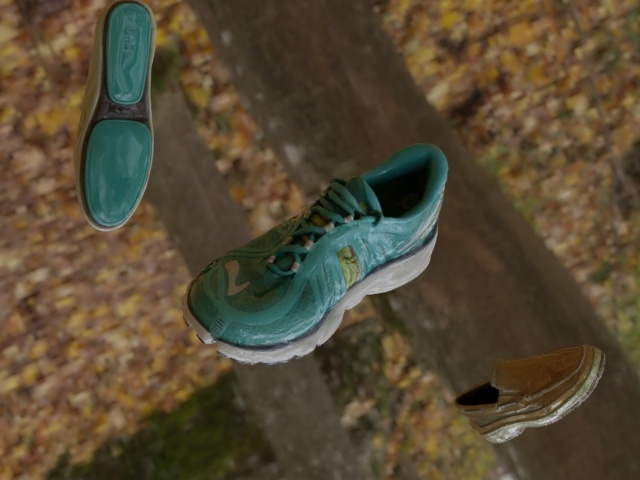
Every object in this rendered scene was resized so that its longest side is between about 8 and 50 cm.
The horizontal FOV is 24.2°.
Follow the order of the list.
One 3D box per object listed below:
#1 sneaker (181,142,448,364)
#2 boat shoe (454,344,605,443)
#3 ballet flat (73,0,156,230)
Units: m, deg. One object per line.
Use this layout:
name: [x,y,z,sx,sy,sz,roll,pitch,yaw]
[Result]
sneaker: [0.000,0.000,1.146,0.275,0.107,0.110,-34,154,-41]
boat shoe: [0.196,0.143,1.455,0.190,0.072,0.068,-42,-162,47]
ballet flat: [-0.220,-0.134,1.579,0.086,0.248,0.086,9,179,0]
